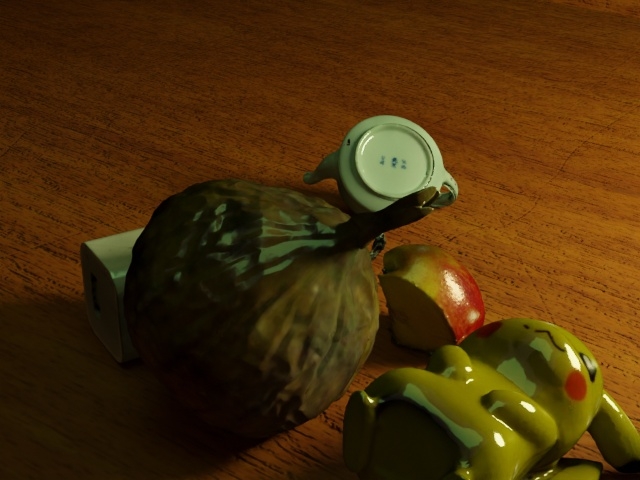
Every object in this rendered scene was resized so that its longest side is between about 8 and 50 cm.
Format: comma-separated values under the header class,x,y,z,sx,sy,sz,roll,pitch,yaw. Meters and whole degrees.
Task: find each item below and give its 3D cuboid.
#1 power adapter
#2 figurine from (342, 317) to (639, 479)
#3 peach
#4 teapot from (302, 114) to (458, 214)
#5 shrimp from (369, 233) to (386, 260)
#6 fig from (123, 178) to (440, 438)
class,x,y,z,sx,sy,sz,roll,pitch,yaw
power adapter,-0.174,0.051,1.340,0.205,0.130,0.125,-14,30,-28
figurine,0.178,0.178,1.061,0.327,0.169,0.218,-25,52,-36
peach,0.133,0.068,1.318,0.118,0.151,0.151,-16,29,-3
teapot,0.096,-0.092,1.632,0.232,0.159,0.159,10,26,-9
shrimp,0.000,0.005,1.494,0.174,0.076,0.082,12,3,5
fig,-0.013,0.030,1.128,0.369,0.286,0.286,-32,11,31
